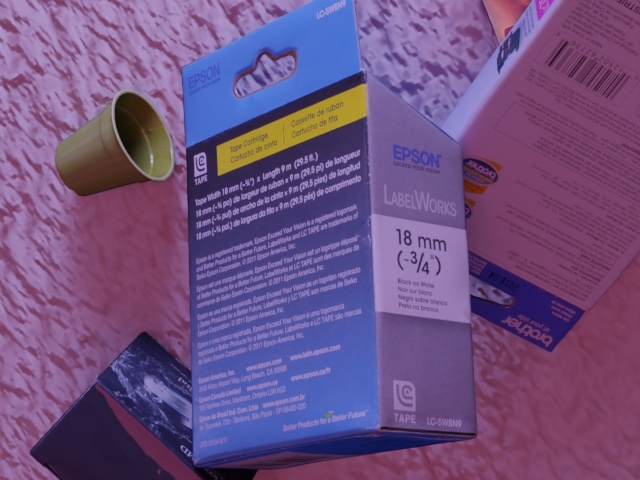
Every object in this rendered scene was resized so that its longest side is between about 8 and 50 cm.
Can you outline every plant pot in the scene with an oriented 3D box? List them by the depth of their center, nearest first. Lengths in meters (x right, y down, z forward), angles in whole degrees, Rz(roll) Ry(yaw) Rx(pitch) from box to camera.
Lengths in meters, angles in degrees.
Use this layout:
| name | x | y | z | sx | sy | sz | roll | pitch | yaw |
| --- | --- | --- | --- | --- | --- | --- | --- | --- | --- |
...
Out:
| name | x | y | z | sx | sy | sz | roll | pitch | yaw |
| --- | --- | --- | --- | --- | --- | --- | --- | --- | --- |
| plant pot | -0.179 | -0.074 | 1.419 | 0.079 | 0.083 | 0.083 | -23 | 97 | 27 |

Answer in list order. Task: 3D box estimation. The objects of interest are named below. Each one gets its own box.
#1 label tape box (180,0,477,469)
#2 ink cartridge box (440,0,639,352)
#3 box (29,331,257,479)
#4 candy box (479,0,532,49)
| name | x | y | z | sx | sy | sz | roll | pitch | yaw |
| --- | --- | --- | --- | --- | --- | --- | --- | --- | --- |
| label tape box | 0.000 | 0.000 | 1.308 | 0.240 | 0.106 | 0.334 | -17 | 70 | 50 |
| ink cartridge box | 0.194 | -0.069 | 1.312 | 0.185 | 0.065 | 0.311 | 27 | 118 | -16 |
| box | -0.139 | 0.177 | 1.418 | 0.156 | 0.158 | 0.093 | 42 | 105 | -2 |
| candy box | 0.256 | -0.283 | 1.288 | 0.316 | 0.087 | 0.183 | -20 | 100 | 14 |
